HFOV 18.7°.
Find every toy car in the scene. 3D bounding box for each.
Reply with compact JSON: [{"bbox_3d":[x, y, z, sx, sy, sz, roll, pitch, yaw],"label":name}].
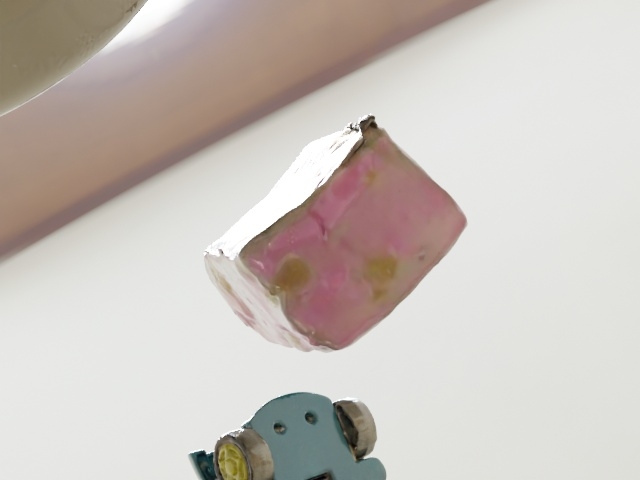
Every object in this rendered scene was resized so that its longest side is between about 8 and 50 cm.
[{"bbox_3d":[-0.013,0.196,1.414,0.126,0.161,0.098,-16,170,-39],"label":"toy car"}]

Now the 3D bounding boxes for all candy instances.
[{"bbox_3d":[0.000,0.000,1.503,0.155,0.116,0.265,-47,-172,-9],"label":"candy"}]

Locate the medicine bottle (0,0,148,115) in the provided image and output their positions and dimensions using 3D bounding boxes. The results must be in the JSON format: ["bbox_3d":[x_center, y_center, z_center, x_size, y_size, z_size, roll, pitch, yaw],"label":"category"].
[{"bbox_3d":[-0.207,-0.218,0.722,0.208,0.340,0.208,-17,-142,14],"label":"medicine bottle"}]
